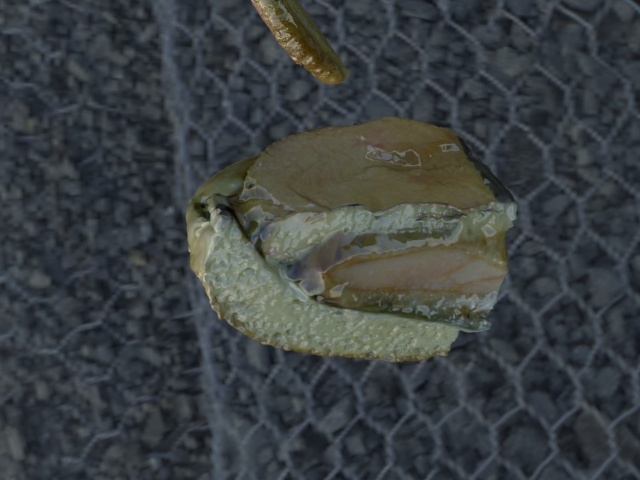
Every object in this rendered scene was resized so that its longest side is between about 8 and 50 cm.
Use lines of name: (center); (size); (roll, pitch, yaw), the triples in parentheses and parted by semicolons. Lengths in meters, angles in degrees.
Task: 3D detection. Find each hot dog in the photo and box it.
hot dog: (-0.026, -0.156, 1.071); (0.028, 0.137, 0.044); (-37, 38, 5)

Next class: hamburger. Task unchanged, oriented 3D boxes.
hamburger: (0.000, 0.000, 0.987); (0.155, 0.208, 0.135); (49, 138, 46)
